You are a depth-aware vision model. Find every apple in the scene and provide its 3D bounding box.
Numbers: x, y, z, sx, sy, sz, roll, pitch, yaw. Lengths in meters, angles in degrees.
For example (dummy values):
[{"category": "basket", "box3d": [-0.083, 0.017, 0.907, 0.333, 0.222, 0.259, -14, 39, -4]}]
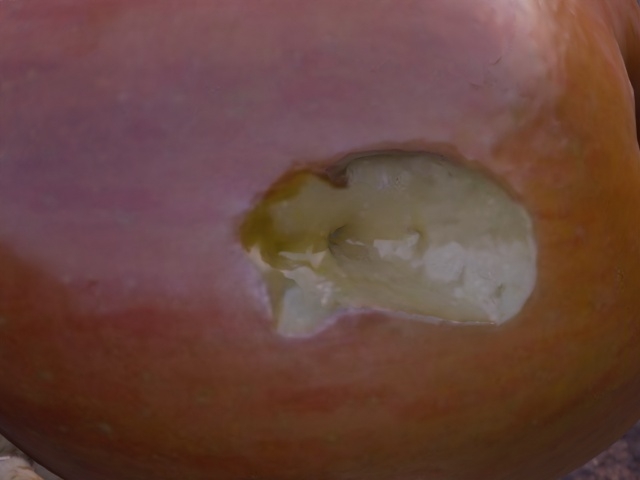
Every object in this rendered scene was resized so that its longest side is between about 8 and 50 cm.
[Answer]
[{"category": "apple", "box3d": [-0.002, -0.023, 0.439, 0.241, 0.242, 0.242, -1, 38, 12]}]

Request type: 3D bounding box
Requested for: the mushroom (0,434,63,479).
[{"category": "mushroom", "box3d": [-0.164, 0.213, 0.870, 0.233, 0.208, 0.301, -8, 50, -48]}]
